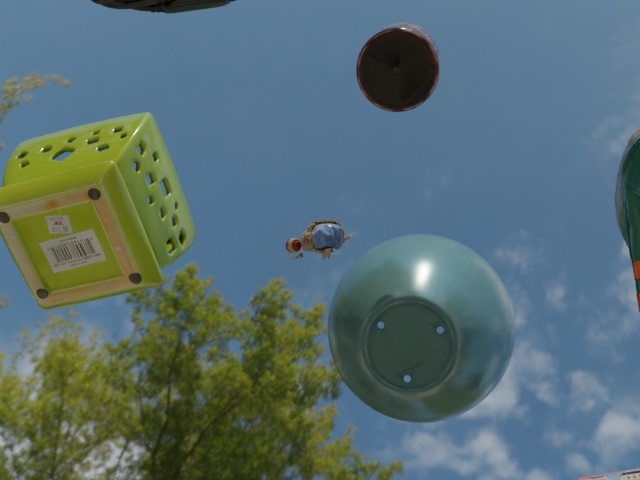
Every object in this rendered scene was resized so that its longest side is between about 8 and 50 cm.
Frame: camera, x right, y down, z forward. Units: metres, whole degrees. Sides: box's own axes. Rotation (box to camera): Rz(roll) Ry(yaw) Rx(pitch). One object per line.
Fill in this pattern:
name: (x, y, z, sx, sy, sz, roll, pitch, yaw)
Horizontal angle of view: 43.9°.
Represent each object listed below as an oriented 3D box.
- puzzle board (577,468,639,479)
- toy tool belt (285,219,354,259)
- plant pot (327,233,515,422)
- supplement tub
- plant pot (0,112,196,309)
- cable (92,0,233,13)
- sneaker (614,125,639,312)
puzzle board: (0.470, 0.398, 1.220, 0.128, 0.096, 0.011, -13, -46, 12)
toy tool belt: (0.000, 0.000, 1.070, 0.051, 0.083, 0.052, 5, -74, 53)
plant pot: (0.138, 0.136, 1.155, 0.290, 0.195, 0.291, 0, -89, 12)
supplement tub: (0.106, -0.235, 1.055, 0.105, 0.198, 0.106, 2, -72, 7)
plant pot: (-0.335, -0.033, 1.163, 0.228, 0.207, 0.227, -12, -64, 9)
cable: (-0.169, -0.295, 0.799, 0.184, 0.047, 0.151, -13, -106, -14)
sneaker: (0.311, 0.050, 0.642, 0.108, 0.121, 0.302, -12, -67, 14)
